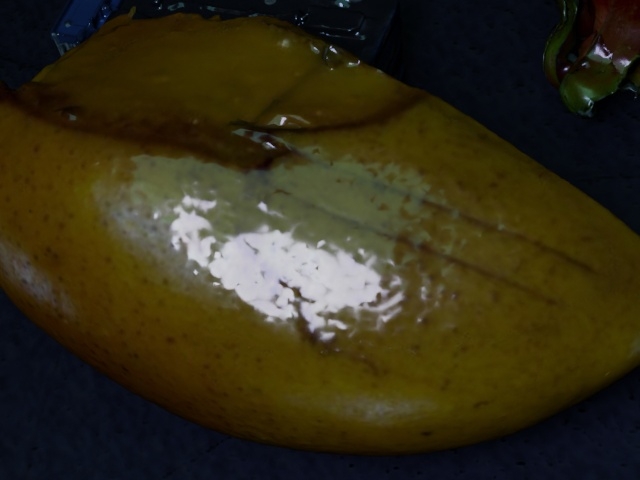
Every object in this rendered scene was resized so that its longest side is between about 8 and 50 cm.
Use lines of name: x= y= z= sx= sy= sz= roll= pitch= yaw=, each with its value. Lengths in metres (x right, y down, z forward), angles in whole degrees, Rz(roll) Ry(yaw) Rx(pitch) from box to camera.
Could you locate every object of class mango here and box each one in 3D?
mango: x=0.000 y=0.000 z=0.805 sx=0.350 sy=0.201 sz=0.199 roll=18 pitch=109 yaw=16

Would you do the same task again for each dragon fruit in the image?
dragon fruit: x=0.177 y=-0.147 z=0.865 sx=0.142 sy=0.138 sz=0.175 roll=23 pitch=103 yaw=64

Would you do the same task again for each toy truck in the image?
toy truck: x=-0.054 y=-0.107 z=0.918 sx=0.201 sy=0.088 sz=0.074 roll=10 pitch=54 yaw=19
